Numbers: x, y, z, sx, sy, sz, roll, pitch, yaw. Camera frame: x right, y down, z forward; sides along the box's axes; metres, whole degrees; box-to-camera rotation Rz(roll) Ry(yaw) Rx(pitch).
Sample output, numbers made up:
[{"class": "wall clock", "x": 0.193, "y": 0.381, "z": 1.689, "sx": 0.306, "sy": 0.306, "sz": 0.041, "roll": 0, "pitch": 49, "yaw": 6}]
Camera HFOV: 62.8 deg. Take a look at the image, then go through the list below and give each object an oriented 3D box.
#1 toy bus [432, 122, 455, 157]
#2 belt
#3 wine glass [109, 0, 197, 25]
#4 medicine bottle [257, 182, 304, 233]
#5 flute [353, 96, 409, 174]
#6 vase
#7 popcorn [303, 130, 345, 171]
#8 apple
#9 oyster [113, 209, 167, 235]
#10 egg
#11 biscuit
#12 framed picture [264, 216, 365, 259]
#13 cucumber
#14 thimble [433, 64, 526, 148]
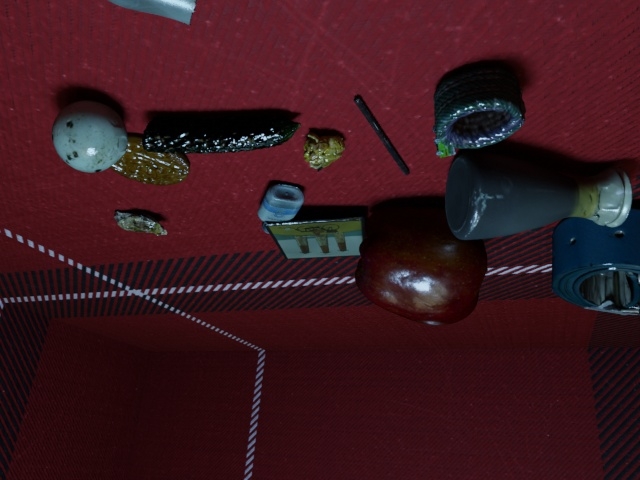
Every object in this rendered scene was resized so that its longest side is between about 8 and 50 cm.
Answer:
[{"class": "toy bus", "x": 0.230, "y": -0.187, "z": 0.975, "sx": 0.037, "sy": 0.031, "sz": 0.083, "roll": -9, "pitch": 154, "yaw": 13}, {"class": "belt", "x": 0.738, "y": 0.065, "z": 1.299, "sx": 0.300, "sy": 0.173, "sz": 0.436, "roll": -1, "pitch": 154, "yaw": 36}, {"class": "wine glass", "x": -0.245, "y": -0.336, "z": 0.638, "sx": 0.202, "sy": 0.092, "sz": 0.093, "roll": 14, "pitch": 155, "yaw": -21}, {"class": "medicine bottle", "x": -0.104, "y": -0.072, "z": 1.274, "sx": 0.090, "sy": 0.053, "sz": 0.208, "roll": 7, "pitch": 158, "yaw": -15}, {"class": "flute", "x": 0.122, "y": -0.193, "z": 1.004, "sx": 0.014, "sy": 0.014, "sz": 0.269, "roll": -8, "pitch": 154, "yaw": 27}, {"class": "vase", "x": 0.422, "y": -0.084, "z": 1.028, "sx": 0.321, "sy": 0.173, "sz": 0.173, "roll": 1, "pitch": 157, "yaw": -5}, {"class": "popcorn", "x": 0.003, "y": -0.164, "z": 1.010, "sx": 0.084, "sy": 0.084, "sz": 0.084, "roll": 4, "pitch": 157, "yaw": 2}, {"class": "apple", "x": 0.245, "y": 0.057, "z": 1.247, "sx": 0.317, "sy": 0.288, "sz": 0.288, "roll": 12, "pitch": 157, "yaw": 4}, {"class": "oyster", "x": -0.487, "y": -0.047, "z": 1.411, "sx": 0.166, "sy": 0.053, "sz": 0.108, "roll": -1, "pitch": 147, "yaw": 31}, {"class": "egg", "x": -0.424, "y": -0.187, "z": 0.975, "sx": 0.131, "sy": 0.131, "sz": 0.164, "roll": 11, "pitch": 166, "yaw": -15}, {"class": "biscuit", "x": -0.378, "y": -0.168, "z": 1.133, "sx": 0.188, "sy": 0.027, "sz": 0.188, "roll": 4, "pitch": 158, "yaw": 2}, {"class": "framed picture", "x": 0.000, "y": 0.000, "z": 1.410, "sx": 0.244, "sy": 0.013, "sz": 0.324, "roll": -3, "pitch": 162, "yaw": 5}, {"class": "cucumber", "x": -0.182, "y": -0.197, "z": 0.975, "sx": 0.300, "sy": 0.072, "sz": 0.072, "roll": 1, "pitch": 157, "yaw": 9}, {"class": "thimble", "x": 0.249, "y": -0.212, "z": 0.837, "sx": 0.135, "sy": 0.090, "sz": 0.118, "roll": -15, "pitch": 150, "yaw": 37}]
